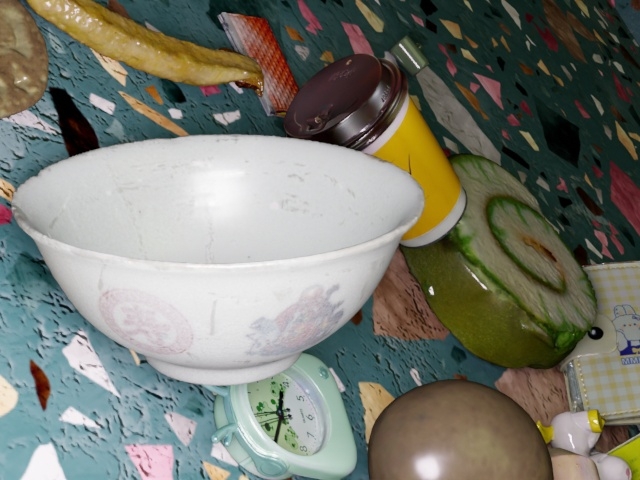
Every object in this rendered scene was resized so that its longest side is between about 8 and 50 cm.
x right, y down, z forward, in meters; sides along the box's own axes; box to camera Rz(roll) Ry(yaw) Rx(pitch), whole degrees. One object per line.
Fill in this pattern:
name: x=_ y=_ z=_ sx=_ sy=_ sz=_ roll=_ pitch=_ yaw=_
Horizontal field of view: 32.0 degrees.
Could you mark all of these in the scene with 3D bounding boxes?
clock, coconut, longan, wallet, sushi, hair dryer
clock: x=-0.058 y=0.203 z=1.297 sx=0.211 sy=0.066 sz=0.159 roll=15 pitch=47 yaw=-42
coconut: x=0.342 y=0.353 z=1.591 sx=0.116 sy=0.116 sz=0.122 roll=27 pitch=43 yaw=-33
longan: x=0.168 y=0.283 z=1.354 sx=0.248 sy=0.248 sz=0.248 roll=31 pitch=38 yaw=-28
wallet: x=0.514 y=0.175 z=1.911 sx=0.223 sy=0.077 sz=0.309 roll=-3 pitch=49 yaw=0
sushi: x=-0.123 y=-0.256 z=1.690 sx=0.099 sy=0.047 sz=0.050 roll=33 pitch=21 yaw=3
wallet: x=-0.087 y=-0.278 z=1.776 sx=0.103 sy=0.020 sz=0.196 roll=-1 pitch=60 yaw=-50
hair dryer: x=0.182 y=-0.368 z=2.183 sx=0.071 sy=0.047 sz=0.150 roll=50 pitch=22 yaw=-6

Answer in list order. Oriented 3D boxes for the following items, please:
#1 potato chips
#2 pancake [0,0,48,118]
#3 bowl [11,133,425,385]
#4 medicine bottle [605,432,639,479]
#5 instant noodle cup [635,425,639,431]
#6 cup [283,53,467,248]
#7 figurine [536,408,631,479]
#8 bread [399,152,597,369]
potato chips: x=-0.254 y=-0.281 z=1.527 sx=0.407 sy=0.080 sz=0.057 roll=21 pitch=27 yaw=-36
pancake: x=-0.429 y=-0.235 z=1.300 sx=0.236 sy=0.042 sz=0.222 roll=-7 pitch=68 yaw=-49
bowl: x=-0.109 y=0.033 z=1.224 sx=0.435 sy=0.196 sz=0.435 roll=2 pitch=21 yaw=-1
medicine bottle: x=0.567 y=0.427 z=1.770 sx=0.137 sy=0.141 sz=0.250 roll=9 pitch=51 yaw=-43
instant noodle cup: x=0.658 y=0.266 z=1.969 sx=0.193 sy=0.212 sz=0.193 roll=31 pitch=38 yaw=-28
cup: x=0.088 y=-0.123 z=1.603 sx=0.279 sy=0.196 sz=0.196 roll=46 pitch=30 yaw=-33
figurine: x=0.401 y=0.347 z=1.708 sx=0.130 sy=0.109 sz=0.178 roll=-7 pitch=60 yaw=-23
bread: x=0.285 y=0.032 z=1.825 sx=0.366 sy=0.129 sz=0.382 roll=35 pitch=35 yaw=-18
